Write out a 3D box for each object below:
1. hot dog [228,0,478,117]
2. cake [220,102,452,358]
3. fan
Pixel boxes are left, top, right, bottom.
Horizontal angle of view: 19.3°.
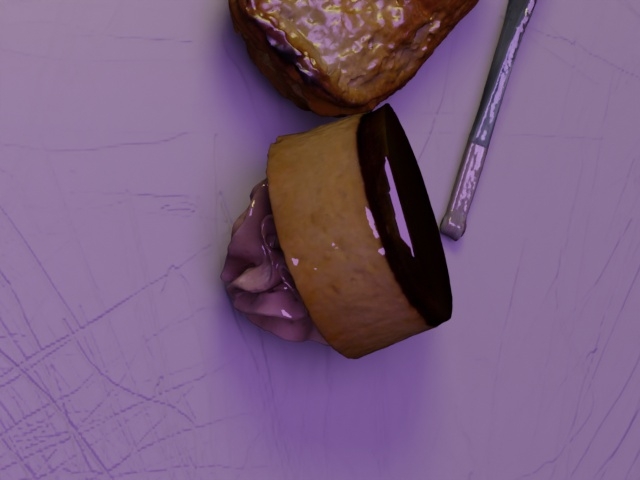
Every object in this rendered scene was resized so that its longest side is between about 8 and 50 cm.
[{"bbox_3d":[0.041,-0.220,1.594,0.259,0.114,0.175,-43,93,-20],"label":"hot dog"},{"bbox_3d":[0.000,0.000,1.523,0.178,0.208,0.185,-14,56,9],"label":"cake"},{"bbox_3d":[0.153,-0.134,1.661,0.023,0.057,0.282,22,83,-25],"label":"fan"}]
